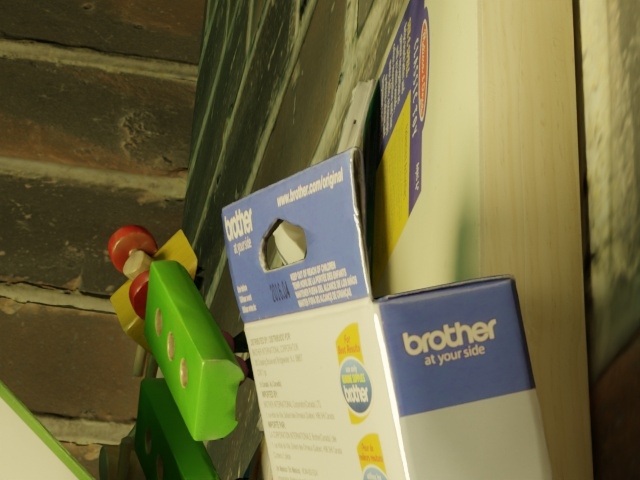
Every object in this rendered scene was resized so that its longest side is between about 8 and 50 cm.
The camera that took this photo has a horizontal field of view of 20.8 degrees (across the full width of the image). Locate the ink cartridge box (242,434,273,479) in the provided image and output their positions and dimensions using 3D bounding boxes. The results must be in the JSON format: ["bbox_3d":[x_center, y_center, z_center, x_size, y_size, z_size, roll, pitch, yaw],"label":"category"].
[{"bbox_3d":[-0.001,0.141,0.858,0.181,0.061,0.104,115,160,-63],"label":"ink cartridge box"}]

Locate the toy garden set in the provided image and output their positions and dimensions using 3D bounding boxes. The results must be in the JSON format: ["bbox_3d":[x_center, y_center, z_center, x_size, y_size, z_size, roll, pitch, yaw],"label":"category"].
[{"bbox_3d":[-0.075,0.123,0.926,0.204,0.049,0.244,-126,39,-59],"label":"toy garden set"}]

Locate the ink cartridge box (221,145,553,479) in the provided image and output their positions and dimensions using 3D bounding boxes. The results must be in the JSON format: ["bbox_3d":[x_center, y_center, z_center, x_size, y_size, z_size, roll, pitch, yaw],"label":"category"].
[{"bbox_3d":[0.035,0.125,0.651,0.186,0.065,0.311,160,97,-73],"label":"ink cartridge box"}]

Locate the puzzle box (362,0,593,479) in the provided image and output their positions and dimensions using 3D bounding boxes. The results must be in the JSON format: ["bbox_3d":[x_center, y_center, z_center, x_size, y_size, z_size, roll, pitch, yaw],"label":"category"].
[{"bbox_3d":[0.068,0.024,0.892,0.272,0.052,0.409,111,165,-59],"label":"puzzle box"}]

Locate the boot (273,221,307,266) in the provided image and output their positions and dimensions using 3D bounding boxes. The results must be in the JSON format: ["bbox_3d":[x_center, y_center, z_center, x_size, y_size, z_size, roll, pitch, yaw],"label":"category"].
[{"bbox_3d":[-0.004,0.043,1.283,0.190,0.069,0.086,-108,30,-67],"label":"boot"}]

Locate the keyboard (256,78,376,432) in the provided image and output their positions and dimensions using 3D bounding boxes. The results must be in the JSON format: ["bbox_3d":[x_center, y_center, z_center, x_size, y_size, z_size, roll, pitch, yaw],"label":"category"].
[{"bbox_3d":[0.000,0.000,0.975,0.256,0.014,0.072,-74,2,-54],"label":"keyboard"}]

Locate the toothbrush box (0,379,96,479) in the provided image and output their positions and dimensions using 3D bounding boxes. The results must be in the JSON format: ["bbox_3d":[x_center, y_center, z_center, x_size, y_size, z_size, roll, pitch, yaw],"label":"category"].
[{"bbox_3d":[-0.194,0.179,0.866,0.122,0.206,0.283,-41,-8,-31],"label":"toothbrush box"}]
